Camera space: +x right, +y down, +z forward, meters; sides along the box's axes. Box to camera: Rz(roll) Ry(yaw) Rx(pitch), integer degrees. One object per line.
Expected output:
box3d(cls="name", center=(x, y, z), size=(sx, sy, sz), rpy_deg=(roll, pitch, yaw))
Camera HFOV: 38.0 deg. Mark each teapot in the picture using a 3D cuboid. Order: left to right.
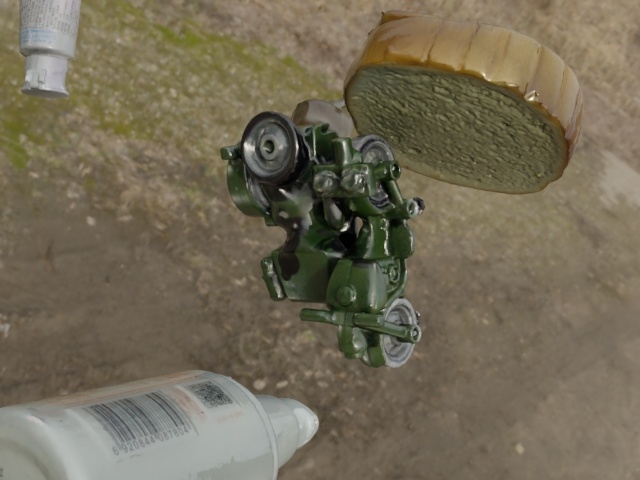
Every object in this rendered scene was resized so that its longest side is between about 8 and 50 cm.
box3d(cls="teapot", center=(0.012, -0.164, 1.191), size=(0.080, 0.110, 0.085), rpy_deg=(29, 9, -30))

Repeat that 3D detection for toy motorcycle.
box3d(cls="toy motorcycle", center=(0.000, 0.000, 0.948), size=(0.205, 0.275, 0.127), rpy_deg=(0, 13, 37))

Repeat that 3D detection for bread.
box3d(cls="bread", center=(0.134, -0.128, 0.885), size=(0.236, 0.236, 0.069), rpy_deg=(27, 69, -16))

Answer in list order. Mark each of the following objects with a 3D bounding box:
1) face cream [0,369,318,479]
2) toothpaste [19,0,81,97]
box3d(cls="face cream", center=(-0.079, 0.123, 0.514), size=(0.101, 0.101, 0.252), rpy_deg=(46, 19, 20))
box3d(cls="toothpaste", center=(-0.295, -0.276, 1.014), size=(0.089, 0.234, 0.057), rpy_deg=(2, -1, 10))
